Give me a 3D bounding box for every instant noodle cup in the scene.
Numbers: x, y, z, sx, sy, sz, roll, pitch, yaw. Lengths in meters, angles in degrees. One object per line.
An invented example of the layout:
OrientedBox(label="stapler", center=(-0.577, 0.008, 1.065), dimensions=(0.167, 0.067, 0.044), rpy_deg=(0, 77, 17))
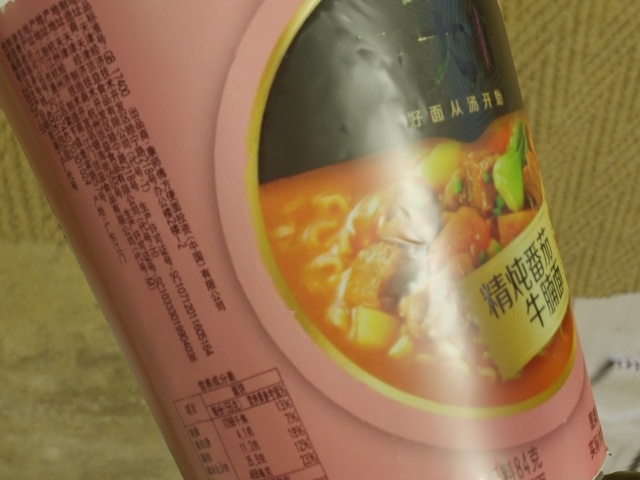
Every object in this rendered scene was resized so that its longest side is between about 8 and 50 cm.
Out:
OrientedBox(label="instant noodle cup", center=(0.000, 0.000, 0.467), dimensions=(0.243, 0.244, 0.255), rpy_deg=(-21, 89, -4))

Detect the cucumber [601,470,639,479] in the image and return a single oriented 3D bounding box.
OrientedBox(label="cucumber", center=(0.321, 0.219, 0.873), dimensions=(0.056, 0.284, 0.056), rpy_deg=(2, 86, -35))
